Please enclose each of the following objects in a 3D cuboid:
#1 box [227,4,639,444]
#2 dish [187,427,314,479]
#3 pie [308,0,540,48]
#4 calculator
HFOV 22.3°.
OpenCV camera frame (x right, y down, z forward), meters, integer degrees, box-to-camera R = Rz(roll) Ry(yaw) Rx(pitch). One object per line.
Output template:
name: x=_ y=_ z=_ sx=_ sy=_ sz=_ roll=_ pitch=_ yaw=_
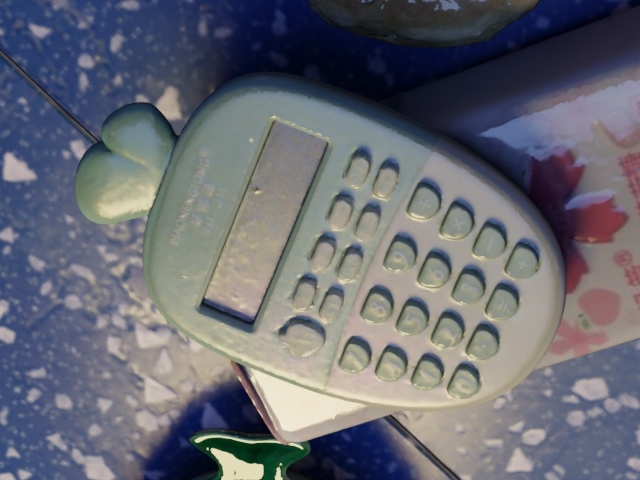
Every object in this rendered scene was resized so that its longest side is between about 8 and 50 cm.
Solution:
box: x=0.111 y=-0.010 z=1.008 sx=0.370 sy=0.112 sz=0.190 roll=-20 pitch=114 yaw=19
dish: x=-0.042 y=0.220 z=1.173 sx=0.224 sy=0.078 sz=0.246 roll=4 pitch=119 yaw=6
pie: x=0.071 y=-0.211 z=0.939 sx=0.185 sy=0.052 sz=0.218 roll=4 pitch=117 yaw=9
calculator: x=0.000 y=0.000 z=0.951 sx=0.295 sy=0.042 sz=0.184 roll=23 pitch=114 yaw=-1
